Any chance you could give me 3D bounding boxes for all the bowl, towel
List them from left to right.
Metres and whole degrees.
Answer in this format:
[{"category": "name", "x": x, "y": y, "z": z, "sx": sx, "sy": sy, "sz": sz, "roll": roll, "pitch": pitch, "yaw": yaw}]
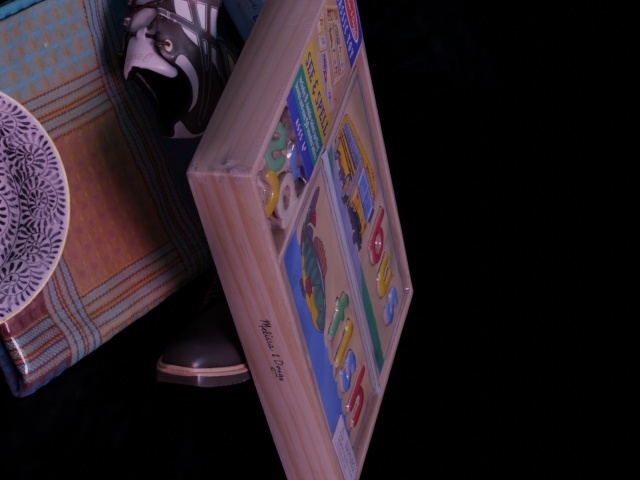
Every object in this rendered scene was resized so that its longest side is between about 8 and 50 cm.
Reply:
[{"category": "bowl", "x": -0.259, "y": -0.023, "z": 1.009, "sx": 0.170, "sy": 0.080, "sz": 0.170, "roll": -2, "pitch": 94, "yaw": -30}, {"category": "towel", "x": -0.165, "y": -0.078, "z": 1.209, "sx": 0.370, "sy": 0.040, "sz": 0.271, "roll": -39, "pitch": 113, "yaw": -51}]

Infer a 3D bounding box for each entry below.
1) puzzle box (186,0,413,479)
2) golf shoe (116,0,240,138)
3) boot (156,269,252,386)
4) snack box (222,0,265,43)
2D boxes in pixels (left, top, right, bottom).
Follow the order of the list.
[{"category": "puzzle box", "x": 0.000, "y": 0.000, "z": 1.271, "sx": 0.409, "sy": 0.052, "sz": 0.272, "roll": 75, "pitch": 25, "yaw": -44}, {"category": "golf shoe", "x": -0.121, "y": -0.174, "z": 1.197, "sx": 0.094, "sy": 0.077, "sz": 0.198, "roll": -36, "pitch": 109, "yaw": -50}, {"category": "boot", "x": -0.075, "y": 0.034, "z": 1.239, "sx": 0.198, "sy": 0.077, "sz": 0.137, "roll": -36, "pitch": 132, "yaw": -69}, {"category": "snack box", "x": -0.078, "y": -0.246, "z": 1.312, "sx": 0.141, "sy": 0.037, "sz": 0.100, "roll": 62, "pitch": 13, "yaw": -46}]
